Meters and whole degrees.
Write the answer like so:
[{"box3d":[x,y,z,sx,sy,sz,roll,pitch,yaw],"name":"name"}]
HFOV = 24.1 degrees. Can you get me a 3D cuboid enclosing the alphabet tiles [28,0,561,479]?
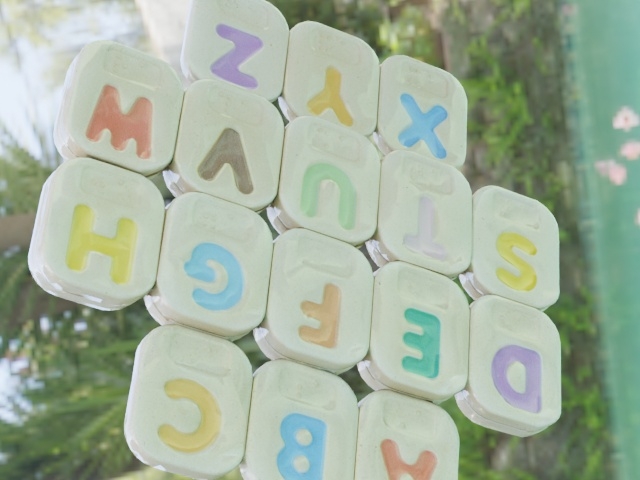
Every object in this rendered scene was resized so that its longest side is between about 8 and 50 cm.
[{"box3d":[0.000,0.000,0.755,0.021,0.284,0.278,-43,34,51],"name":"alphabet tiles"}]
